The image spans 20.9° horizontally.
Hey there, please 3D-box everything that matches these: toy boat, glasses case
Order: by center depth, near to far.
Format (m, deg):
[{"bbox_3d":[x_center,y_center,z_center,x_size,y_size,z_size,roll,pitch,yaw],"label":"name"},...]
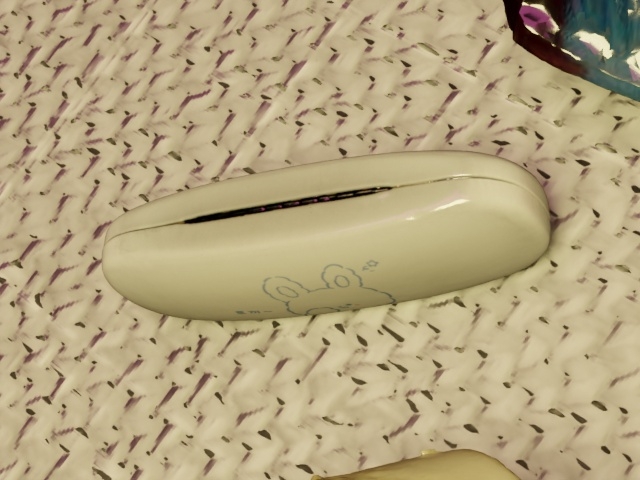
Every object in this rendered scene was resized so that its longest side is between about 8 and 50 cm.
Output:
[{"bbox_3d":[0.160,-0.198,0.874,0.142,0.129,0.309,1,65,-5],"label":"toy boat"},{"bbox_3d":[0.000,0.000,0.874,0.233,0.092,0.059,-9,62,21],"label":"glasses case"}]

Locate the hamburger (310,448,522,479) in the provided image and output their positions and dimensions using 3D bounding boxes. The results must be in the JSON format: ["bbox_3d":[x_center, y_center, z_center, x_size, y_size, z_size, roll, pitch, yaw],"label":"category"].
[{"bbox_3d":[0.059,0.223,0.671,0.151,0.227,0.295,-28,55,-13],"label":"hamburger"}]
